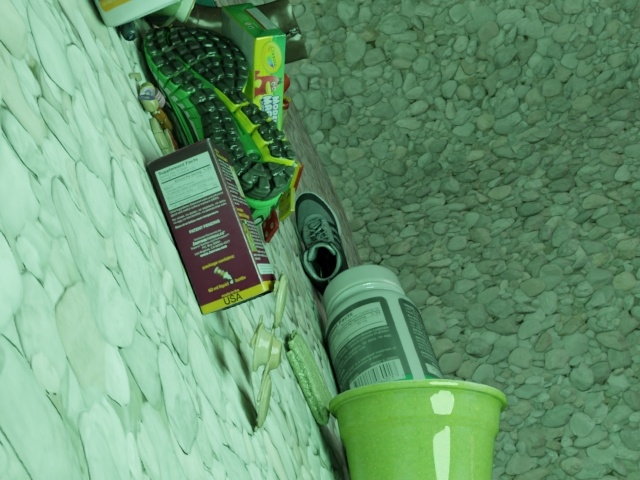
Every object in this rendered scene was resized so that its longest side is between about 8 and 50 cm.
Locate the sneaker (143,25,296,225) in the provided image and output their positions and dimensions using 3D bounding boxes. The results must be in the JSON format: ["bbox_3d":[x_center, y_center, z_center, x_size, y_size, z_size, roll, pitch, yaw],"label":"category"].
[{"bbox_3d":[-0.161,-0.163,1.357,0.343,0.134,0.146,63,-34,27],"label":"sneaker"}]

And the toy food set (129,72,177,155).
[{"bbox_3d":[-0.206,-0.161,1.264,0.078,0.019,0.122,-83,151,-79],"label":"toy food set"}]

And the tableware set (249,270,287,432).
[{"bbox_3d":[-0.061,0.128,1.146,0.141,0.020,0.168,-75,172,-56],"label":"tableware set"}]

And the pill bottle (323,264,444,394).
[{"bbox_3d":[0.123,0.229,1.969,0.361,0.204,0.204,-105,171,-47],"label":"pill bottle"}]

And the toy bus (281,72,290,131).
[{"bbox_3d":[-0.129,-0.192,1.686,0.202,0.104,0.190,79,34,-71],"label":"toy bus"}]

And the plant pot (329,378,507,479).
[{"bbox_3d":[0.152,0.368,1.483,0.276,0.276,0.253,58,28,-61],"label":"plant pot"}]

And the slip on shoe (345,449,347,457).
[{"bbox_3d":[0.128,0.450,1.641,0.101,0.123,0.331,68,-1,-46],"label":"slip on shoe"}]

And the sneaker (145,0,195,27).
[{"bbox_3d":[-0.243,-0.358,1.444,0.086,0.064,0.192,23,1,-23],"label":"sneaker"}]

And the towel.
[{"bbox_3d":[-0.017,0.217,1.577,0.110,0.027,0.148,-70,137,-81],"label":"towel"}]

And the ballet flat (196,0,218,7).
[{"bbox_3d":[-0.205,-0.373,1.847,0.077,0.091,0.240,138,-65,-72],"label":"ballet flat"}]

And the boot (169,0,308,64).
[{"bbox_3d":[-0.152,-0.373,1.658,0.090,0.207,0.248,-105,171,-52],"label":"boot"}]

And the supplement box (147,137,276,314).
[{"bbox_3d":[-0.124,-0.015,1.159,0.104,0.081,0.188,16,53,-84],"label":"supplement box"}]

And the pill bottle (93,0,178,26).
[{"bbox_3d":[-0.245,-0.407,1.175,0.152,0.152,0.272,-93,161,-74],"label":"pill bottle"}]

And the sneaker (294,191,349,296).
[{"bbox_3d":[0.000,0.000,2.211,0.153,0.101,0.268,58,14,-75],"label":"sneaker"}]

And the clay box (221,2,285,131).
[{"bbox_3d":[-0.102,-0.220,1.445,0.127,0.053,0.222,51,-34,46],"label":"clay box"}]

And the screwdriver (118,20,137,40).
[{"bbox_3d":[-0.272,-0.323,1.305,0.025,0.024,0.169,105,-33,-46],"label":"screwdriver"}]

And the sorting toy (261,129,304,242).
[{"bbox_3d":[-0.075,-0.116,1.805,0.046,0.132,0.274,14,38,-27],"label":"sorting toy"}]
